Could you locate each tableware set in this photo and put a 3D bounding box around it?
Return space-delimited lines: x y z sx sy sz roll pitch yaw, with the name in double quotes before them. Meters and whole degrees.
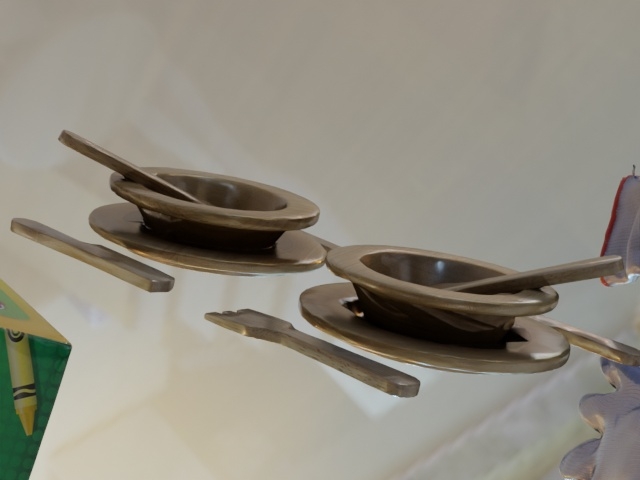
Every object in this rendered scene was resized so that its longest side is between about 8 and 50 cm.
"tableware set" 0.000 0.000 0.622 0.128 0.194 0.039 -2 -73 -47

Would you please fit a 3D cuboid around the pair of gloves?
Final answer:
"pair of gloves" 0.126 0.031 0.675 0.159 0.023 0.198 143 143 -78

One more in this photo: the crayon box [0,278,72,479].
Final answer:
"crayon box" -0.243 0.023 0.836 0.165 0.278 0.081 15 -82 -32
